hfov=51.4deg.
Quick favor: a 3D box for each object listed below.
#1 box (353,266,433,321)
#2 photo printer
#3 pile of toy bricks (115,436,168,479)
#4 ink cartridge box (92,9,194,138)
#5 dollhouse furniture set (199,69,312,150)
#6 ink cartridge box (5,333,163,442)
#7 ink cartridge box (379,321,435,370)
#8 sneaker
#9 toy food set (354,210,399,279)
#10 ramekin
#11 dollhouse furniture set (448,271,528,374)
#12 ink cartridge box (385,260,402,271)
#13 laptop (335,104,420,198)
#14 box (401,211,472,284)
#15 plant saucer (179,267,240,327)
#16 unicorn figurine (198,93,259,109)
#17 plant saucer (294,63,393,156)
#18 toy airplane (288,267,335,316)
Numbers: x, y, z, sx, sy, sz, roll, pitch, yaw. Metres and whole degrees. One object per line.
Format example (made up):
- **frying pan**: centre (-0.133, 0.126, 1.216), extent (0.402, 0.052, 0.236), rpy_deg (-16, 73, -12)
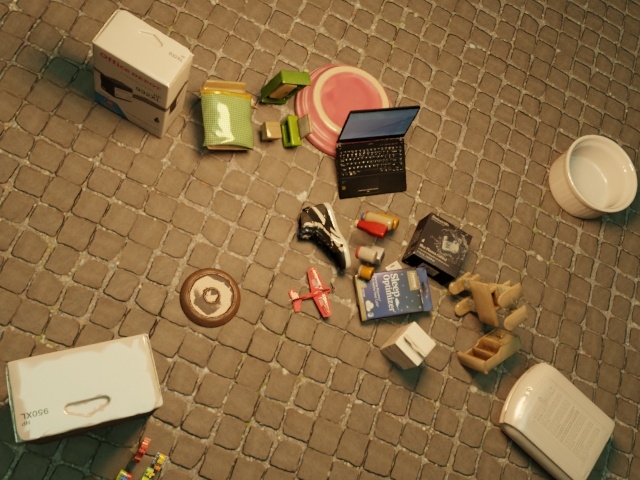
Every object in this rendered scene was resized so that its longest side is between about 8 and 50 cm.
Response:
- **box**: centre (0.218, 0.154, 1.962), extent (0.225, 0.036, 0.136), rpy_deg (-8, 79, -10)
- **photo printer**: centre (0.690, 0.538, 1.975), extent (0.307, 0.107, 0.256), rpy_deg (42, 66, -1)
- **pile of toy bricks**: centre (-0.435, 0.593, 1.605), extent (0.118, 0.105, 0.212), rpy_deg (28, 67, -7)
- **ink cartridge box**: centre (-0.486, -0.440, 1.805), extent (0.223, 0.307, 0.129), rpy_deg (30, 67, -6)
- **dollhouse furniture set**: centre (-0.181, -0.374, 1.919), extent (0.301, 0.151, 0.197), rpy_deg (-4, 82, -33)
- **ink cartridge box**: centre (-0.522, 0.343, 1.499), extent (0.285, 0.395, 0.166), rpy_deg (-11, 77, -21)
- **ink cartridge box**: centre (0.251, 0.301, 1.892), extent (0.092, 0.143, 0.090), rpy_deg (46, 66, 0)
- **sneaker**: centre (0.000, 0.000, 1.951), extent (0.121, 0.079, 0.217), rpy_deg (-15, 70, -18)
- **toy food set**: centre (0.141, -0.004, 1.960), extent (0.104, 0.111, 0.232), rpy_deg (19, 63, 20)
- **ramekin**: centre (0.918, -0.207, 2.266), extent (0.277, 0.135, 0.277), rpy_deg (5, 73, -16)
- **dollhouse furniture set**: centre (0.475, 0.238, 1.950), extent (0.161, 0.212, 0.242), rpy_deg (-28, 110, -24)
- **ink cartridge box**: centre (0.230, 0.109, 2.008), extent (0.048, 0.028, 0.083), rpy_deg (-29, 84, -21)
- **laptop**: centre (0.177, -0.263, 2.001), extent (0.234, 0.136, 0.264), rpy_deg (-8, 101, -19)
- **box**: centre (0.358, 0.025, 2.041), extent (0.156, 0.093, 0.158), rpy_deg (30, 66, -6)
- **plant saucer**: centre (-0.301, 0.154, 1.829), extent (0.168, 0.029, 0.168), rpy_deg (5, 72, -15)
- **unicorn figurine**: centre (-0.275, -0.417, 2.000), extent (0.162, 0.060, 0.111), rpy_deg (38, 70, -6)
- **plant saucer**: centre (0.087, -0.421, 2.102), extent (0.332, 0.084, 0.332), rpy_deg (5, 73, -16)
- **toy airplane**: centre (-0.026, 0.159, 1.913), extent (0.151, 0.028, 0.151), rpy_deg (5, 70, -15)
